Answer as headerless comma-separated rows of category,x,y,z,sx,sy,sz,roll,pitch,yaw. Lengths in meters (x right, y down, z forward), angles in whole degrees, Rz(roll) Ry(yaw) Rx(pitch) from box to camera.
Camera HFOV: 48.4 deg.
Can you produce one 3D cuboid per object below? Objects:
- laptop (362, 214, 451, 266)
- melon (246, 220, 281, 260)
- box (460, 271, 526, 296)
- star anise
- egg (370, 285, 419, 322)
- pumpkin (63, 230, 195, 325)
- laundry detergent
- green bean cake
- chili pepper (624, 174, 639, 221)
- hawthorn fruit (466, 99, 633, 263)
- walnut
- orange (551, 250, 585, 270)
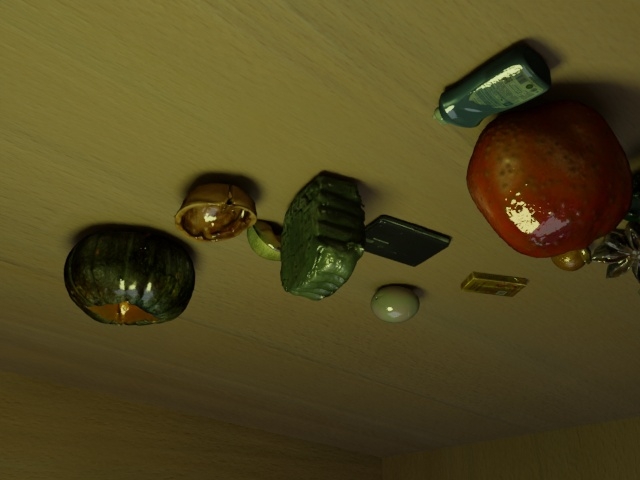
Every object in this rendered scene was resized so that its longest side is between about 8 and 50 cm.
laptop,0.191,0.005,1.715,0.207,0.026,0.154,17,149,-26
melon,-0.109,0.017,1.700,0.160,0.079,0.128,15,148,-24
box,0.467,0.120,1.924,0.156,0.022,0.089,6,153,-9
star anise,0.747,0.029,1.666,0.230,0.081,0.262,-17,136,17
egg,0.205,0.176,1.958,0.134,0.103,0.103,-1,152,5
pumpkin,-0.469,0.096,1.751,0.320,0.192,0.320,2,150,1
laundry detergent,0.276,-0.245,1.194,0.096,0.061,0.206,22,147,-39
green bean cake,0.000,0.000,1.502,0.124,0.227,0.222,13,151,-24
chili pepper,0.655,-0.104,1.382,0.148,0.116,0.264,7,153,-17
hawthorn fruit,0.406,-0.093,1.253,0.275,0.300,0.275,-25,176,-2
walnut,-0.228,-0.072,1.528,0.167,0.087,0.211,11,154,-30
orange,0.594,0.035,1.702,0.084,0.085,0.085,1,152,1
